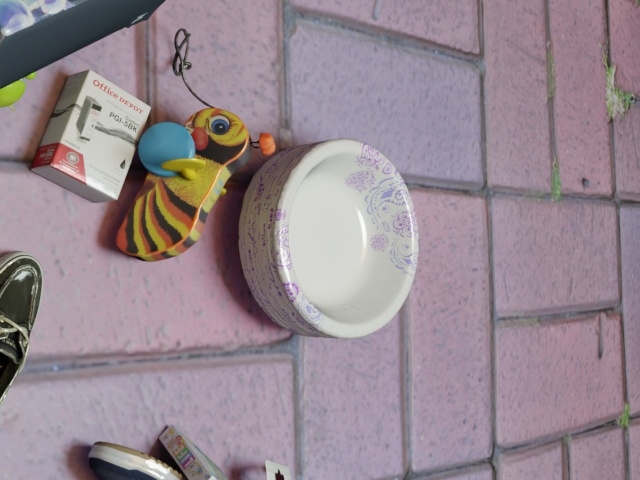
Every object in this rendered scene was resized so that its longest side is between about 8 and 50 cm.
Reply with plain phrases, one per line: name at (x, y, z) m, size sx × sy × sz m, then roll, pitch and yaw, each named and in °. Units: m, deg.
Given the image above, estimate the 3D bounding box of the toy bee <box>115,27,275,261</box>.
toy bee at (-0.148, -0.107, 1.139) m, size 0.195 × 0.162 × 0.298 m, roll -51°, pitch 154°, yaw -76°

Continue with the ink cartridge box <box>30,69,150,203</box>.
ink cartridge box at (-0.282, -0.128, 1.106) m, size 0.099 × 0.056 × 0.135 m, roll 30°, pitch 67°, yaw -38°

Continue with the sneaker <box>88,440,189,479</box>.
sneaker at (-0.209, 0.378, 1.114) m, size 0.282 × 0.099 × 0.153 m, roll 50°, pitch 54°, yaw -33°

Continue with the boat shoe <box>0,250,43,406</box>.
boat shoe at (-0.359, 0.116, 1.006) m, size 0.078 × 0.070 × 0.219 m, roll 31°, pitch 67°, yaw -40°

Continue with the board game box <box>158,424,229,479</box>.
board game box at (-0.144, 0.305, 1.144) m, size 0.026 × 0.154 × 0.103 m, roll -44°, pitch 118°, yaw -11°

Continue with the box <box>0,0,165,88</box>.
box at (-0.348, -0.384, 0.905) m, size 0.293 × 0.212 × 0.395 m, roll -40°, pitch 102°, yaw -38°

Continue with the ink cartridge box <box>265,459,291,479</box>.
ink cartridge box at (-0.071, 0.404, 1.245) m, size 0.145 × 0.045 × 0.179 m, roll 56°, pitch 25°, yaw -68°

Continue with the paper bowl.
paper bowl at (0.000, 0.000, 1.303) m, size 0.284 × 0.148 × 0.284 m, roll 3°, pitch 85°, yaw -44°

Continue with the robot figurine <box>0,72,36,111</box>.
robot figurine at (-0.374, -0.204, 1.017) m, size 0.101 × 0.067 × 0.115 m, roll -11°, pitch 95°, yaw -55°
